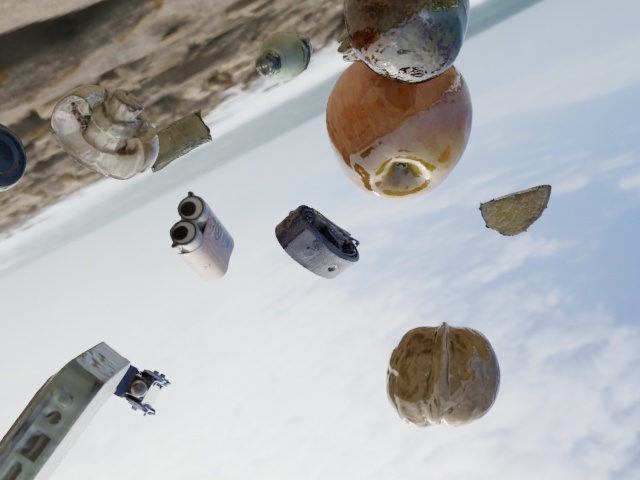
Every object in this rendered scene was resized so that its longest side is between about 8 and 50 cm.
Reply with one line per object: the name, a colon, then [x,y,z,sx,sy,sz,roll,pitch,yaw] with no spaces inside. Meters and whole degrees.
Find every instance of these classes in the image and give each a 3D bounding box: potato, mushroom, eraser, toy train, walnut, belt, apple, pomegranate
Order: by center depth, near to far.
pomegranate: [0.153,-0.466,1.579,0.285,0.285,0.340,-33,-170,-35]
mushroom: [-0.490,-0.279,1.724,0.195,0.253,0.189,-51,-166,24]
potato: [0.473,-0.072,1.727,0.172,0.101,0.089,-19,-177,16]
belt: [0.000,0.000,1.870,0.126,0.230,0.140,-38,-143,26]
apple: [0.202,-0.296,1.872,0.391,0.347,0.391,-7,149,-4]
walnut: [0.321,0.349,1.896,0.296,0.285,0.285,2,-165,11]
eraser: [-0.328,-0.004,2.051,0.087,0.171,0.290,8,161,12]
toy train: [-0.540,0.401,2.052,0.131,0.201,0.300,-63,179,-18]

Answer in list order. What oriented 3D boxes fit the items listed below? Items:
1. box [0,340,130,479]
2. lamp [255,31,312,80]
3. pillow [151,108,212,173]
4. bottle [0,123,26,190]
box: [-0.546,0.393,1.426,0.396,0.111,0.396,-55,-176,-6]
lamp: [-0.070,-0.380,1.482,0.101,0.101,0.250,-23,-166,27]
pillow: [-0.403,-0.280,2.024,0.208,0.119,0.053,-30,150,-7]
bottle: [-0.711,-0.147,1.434,0.271,0.156,0.143,-7,-141,31]
